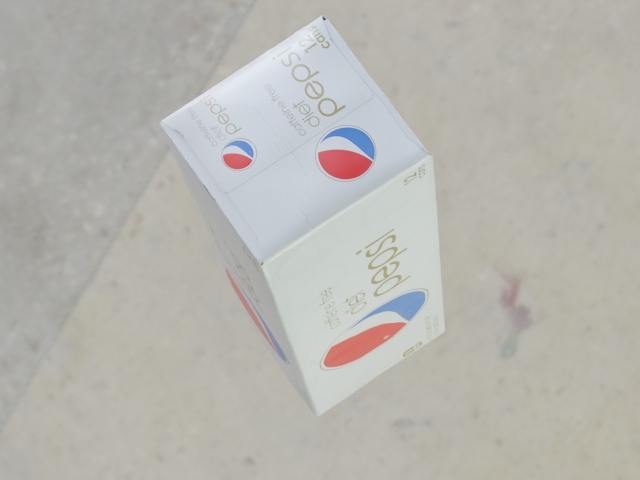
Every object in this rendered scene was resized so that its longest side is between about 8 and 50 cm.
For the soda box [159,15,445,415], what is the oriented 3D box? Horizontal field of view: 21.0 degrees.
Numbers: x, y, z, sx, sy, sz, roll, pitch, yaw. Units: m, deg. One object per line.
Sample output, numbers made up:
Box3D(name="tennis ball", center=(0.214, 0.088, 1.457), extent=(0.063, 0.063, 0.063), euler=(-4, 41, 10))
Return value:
Box3D(name="soda box", center=(0.000, 0.000, 0.691), extent=(0.069, 0.074, 0.216), euler=(54, 173, 20))
